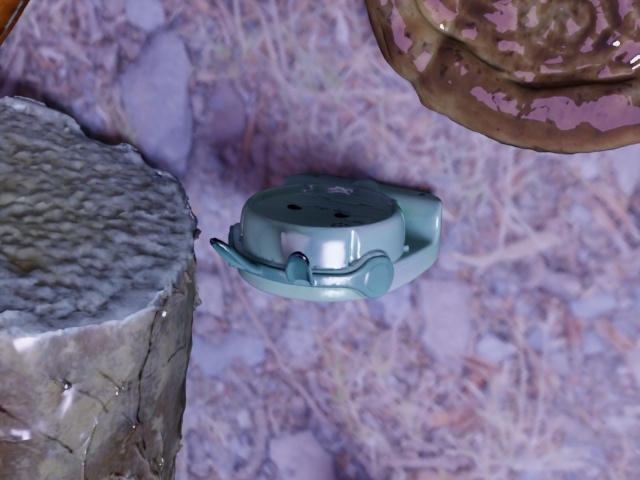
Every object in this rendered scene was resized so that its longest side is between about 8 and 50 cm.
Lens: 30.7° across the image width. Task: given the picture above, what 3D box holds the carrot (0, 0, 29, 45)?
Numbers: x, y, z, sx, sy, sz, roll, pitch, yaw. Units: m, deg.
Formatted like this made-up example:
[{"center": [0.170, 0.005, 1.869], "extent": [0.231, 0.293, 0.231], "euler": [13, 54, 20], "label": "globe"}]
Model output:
[{"center": [-0.219, -0.139, 0.753], "extent": [0.037, 0.037, 0.190], "euler": [47, 123, 8], "label": "carrot"}]

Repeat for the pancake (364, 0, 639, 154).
[{"center": [0.129, -0.160, 0.557], "extent": [0.250, 0.031, 0.250], "euler": [8, 108, 26], "label": "pancake"}]

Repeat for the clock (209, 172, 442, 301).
[{"center": [0.000, 0.000, 0.618], "extent": [0.101, 0.135, 0.041], "euler": [11, 110, 24], "label": "clock"}]

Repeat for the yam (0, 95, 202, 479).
[{"center": [-0.196, 0.106, 0.709], "extent": [0.241, 0.241, 0.348], "euler": [18, 117, 23], "label": "yam"}]
